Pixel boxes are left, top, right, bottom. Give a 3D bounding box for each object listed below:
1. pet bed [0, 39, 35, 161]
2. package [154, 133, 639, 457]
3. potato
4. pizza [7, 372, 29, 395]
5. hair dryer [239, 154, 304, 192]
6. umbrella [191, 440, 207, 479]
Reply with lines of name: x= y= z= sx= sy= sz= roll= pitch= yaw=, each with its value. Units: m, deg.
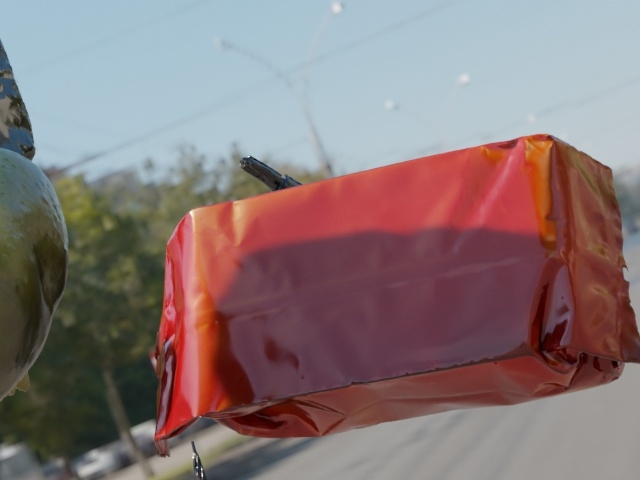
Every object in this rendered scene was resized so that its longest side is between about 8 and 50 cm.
pet bed: x=-0.416 y=-0.141 z=1.908 sx=0.159 sy=0.211 sz=0.183 roll=-26 pitch=-9 yaw=25
package: x=0.043 y=0.050 z=1.503 sx=0.423 sy=0.196 sz=0.123 roll=-11 pitch=-25 yaw=17
potato: x=-0.265 y=0.031 z=1.353 sx=0.143 sy=0.169 sz=0.248 roll=14 pitch=39 yaw=3
pizza: x=-0.451 y=0.082 z=1.796 sx=0.257 sy=0.268 sz=0.087 roll=-23 pitch=27 yaw=-3
hair dryer: x=0.000 y=0.000 z=1.770 sx=0.075 sy=0.219 sz=0.195 roll=-37 pitch=21 yaw=36
umbrella: x=-0.103 y=0.237 z=1.682 sx=0.013 sy=0.122 sz=0.022 roll=-18 pitch=-23 yaw=1
